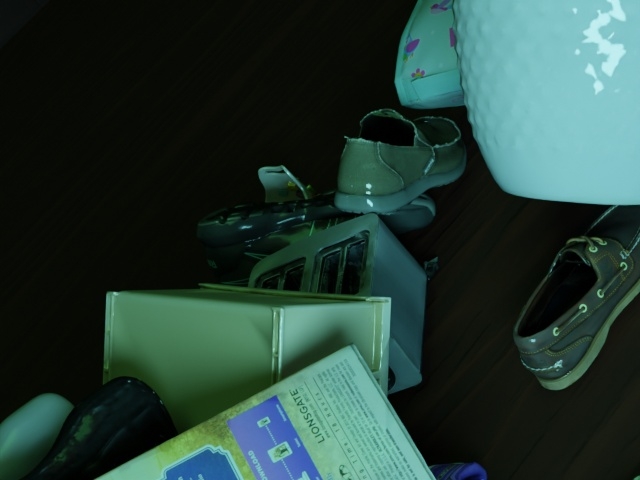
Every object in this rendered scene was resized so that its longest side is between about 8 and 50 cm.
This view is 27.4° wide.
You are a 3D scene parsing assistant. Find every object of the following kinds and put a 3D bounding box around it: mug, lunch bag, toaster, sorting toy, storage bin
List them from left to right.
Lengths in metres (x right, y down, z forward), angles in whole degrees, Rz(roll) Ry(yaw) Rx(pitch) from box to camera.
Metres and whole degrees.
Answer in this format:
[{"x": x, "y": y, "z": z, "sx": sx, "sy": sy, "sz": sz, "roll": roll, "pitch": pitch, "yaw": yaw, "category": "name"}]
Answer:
[{"x": -0.075, "y": 0.174, "z": 1.172, "sx": 0.262, "sy": 0.123, "sz": 0.260, "roll": 2, "pitch": 90, "yaw": 48, "category": "storage bin"}, {"x": -0.039, "y": -0.062, "z": 1.593, "sx": 0.083, "sy": 0.075, "sz": 0.045, "roll": -1, "pitch": 48, "yaw": 46, "category": "sorting toy"}, {"x": 0.018, "y": 0.075, "z": 1.318, "sx": 0.168, "sy": 0.110, "sz": 0.186, "roll": -22, "pitch": 34, "yaw": 25, "category": "toaster"}, {"x": 0.220, "y": -0.248, "z": 1.483, "sx": 0.223, "sy": 0.160, "sz": 0.262, "roll": -9, "pitch": 36, "yaw": 40, "category": "lunch bag"}, {"x": 0.300, "y": -0.200, "z": 1.180, "sx": 0.374, "sy": 0.328, "sz": 0.276, "roll": 6, "pitch": 10, "yaw": 21, "category": "mug"}]

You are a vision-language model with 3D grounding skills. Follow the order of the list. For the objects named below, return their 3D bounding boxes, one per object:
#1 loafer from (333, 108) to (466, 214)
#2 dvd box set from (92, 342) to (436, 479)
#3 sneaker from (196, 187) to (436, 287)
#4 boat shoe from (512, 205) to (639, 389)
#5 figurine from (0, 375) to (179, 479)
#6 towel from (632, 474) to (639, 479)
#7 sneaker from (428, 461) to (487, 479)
[{"x": 0.093, "y": -0.100, "z": 1.412, "sx": 0.094, "sy": 0.087, "sz": 0.251, "roll": 7, "pitch": 21, "yaw": 23, "category": "loafer"}, {"x": -0.086, "y": 0.296, "z": 0.921, "sx": 0.420, "sy": 0.062, "sz": 0.307, "roll": -28, "pitch": 60, "yaw": -8, "category": "dvd box set"}, {"x": 0.000, "y": 0.000, "z": 1.463, "sx": 0.267, "sy": 0.106, "sz": 0.101, "roll": -9, "pitch": 13, "yaw": 12, "category": "sneaker"}, {"x": 0.240, "y": 0.034, "z": 1.173, "sx": 0.073, "sy": 0.073, "sz": 0.207, "roll": 0, "pitch": 47, "yaw": 48, "category": "boat shoe"}, {"x": -0.260, "y": 0.208, "z": 1.116, "sx": 0.215, "sy": 0.092, "sz": 0.209, "roll": -16, "pitch": 12, "yaw": 47, "category": "figurine"}, {"x": 0.283, "y": 0.190, "z": 0.964, "sx": 0.148, "sy": 0.027, "sz": 0.110, "roll": -41, "pitch": 30, "yaw": -1, "category": "towel"}, {"x": 0.109, "y": 0.239, "z": 1.051, "sx": 0.071, "sy": 0.068, "sz": 0.170, "roll": -20, "pitch": 35, "yaw": 19, "category": "sneaker"}]
